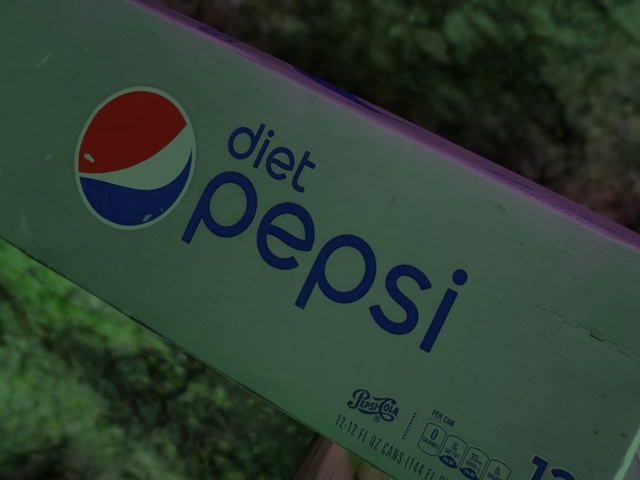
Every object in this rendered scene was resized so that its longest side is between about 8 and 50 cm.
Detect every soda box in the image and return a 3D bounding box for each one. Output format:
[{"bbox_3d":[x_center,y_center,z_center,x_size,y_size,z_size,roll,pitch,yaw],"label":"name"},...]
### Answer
[{"bbox_3d":[0.000,0.000,0.570,0.286,0.091,0.098,28,97,28],"label":"soda box"}]

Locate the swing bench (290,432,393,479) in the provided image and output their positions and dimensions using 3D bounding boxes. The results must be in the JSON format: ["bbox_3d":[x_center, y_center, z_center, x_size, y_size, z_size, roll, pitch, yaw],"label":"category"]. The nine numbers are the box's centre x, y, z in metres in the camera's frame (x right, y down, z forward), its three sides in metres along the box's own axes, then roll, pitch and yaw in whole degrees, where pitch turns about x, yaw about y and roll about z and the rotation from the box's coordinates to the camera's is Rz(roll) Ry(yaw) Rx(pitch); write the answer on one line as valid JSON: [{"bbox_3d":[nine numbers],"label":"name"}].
[{"bbox_3d":[0.158,0.133,0.679,0.254,0.165,0.253,-23,113,23],"label":"swing bench"}]
